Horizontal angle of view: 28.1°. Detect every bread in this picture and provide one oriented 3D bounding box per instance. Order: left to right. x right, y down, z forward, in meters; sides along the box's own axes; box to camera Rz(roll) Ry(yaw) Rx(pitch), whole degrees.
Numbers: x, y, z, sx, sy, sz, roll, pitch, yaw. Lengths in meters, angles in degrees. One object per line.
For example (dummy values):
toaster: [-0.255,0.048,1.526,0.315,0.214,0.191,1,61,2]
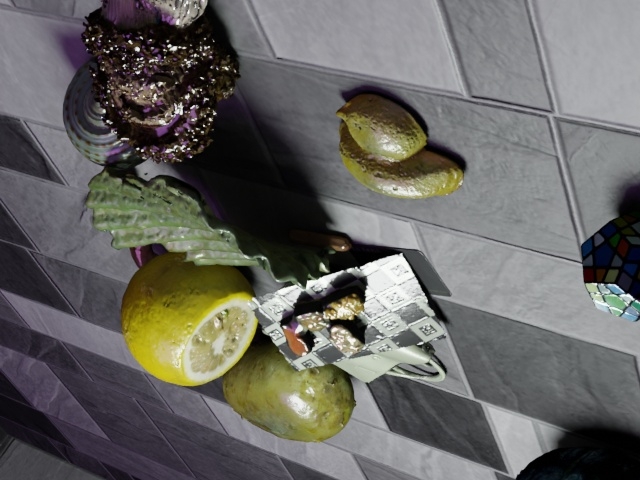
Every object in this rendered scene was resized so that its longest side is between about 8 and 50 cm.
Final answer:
bread: [0.096,-0.112,1.659,0.188,0.065,0.149,30,149,11]

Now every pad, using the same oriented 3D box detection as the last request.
pad: [0.119,0.046,1.973,0.157,0.003,0.112,6,143,44]

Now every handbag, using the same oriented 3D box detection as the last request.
handbag: [0.068,0.177,2.153,0.315,0.109,0.241,35,154,-13]

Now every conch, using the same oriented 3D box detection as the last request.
conch: [-0.319,-0.173,1.943,0.172,0.131,0.200,25,153,15]

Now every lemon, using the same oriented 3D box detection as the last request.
lemon: [-0.246,0.125,2.269,0.219,0.240,0.240,34,159,33]

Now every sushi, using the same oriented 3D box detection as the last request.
sushi: [0.035,0.133,2.008,0.279,0.043,0.192,-15,128,22]

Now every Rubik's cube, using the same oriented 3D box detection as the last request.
Rubik's cube: [0.374,0.031,1.527,0.112,0.133,0.133,17,167,-37]

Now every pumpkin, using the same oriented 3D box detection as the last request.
pumpkin: [0.457,0.497,2.080,0.363,0.266,0.363,28,159,12]

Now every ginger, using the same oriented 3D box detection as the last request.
ginger: [-0.313,-0.027,2.275,0.089,0.075,0.288,16,146,23]

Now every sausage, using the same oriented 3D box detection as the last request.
sausage: [0.000,0.000,2.005,0.116,0.026,0.026,10,146,38]

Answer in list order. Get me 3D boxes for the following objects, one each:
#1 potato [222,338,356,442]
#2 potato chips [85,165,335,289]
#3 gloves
potato: [-0.061,0.274,2.388,0.307,0.173,0.210,2,143,50]
potato chips: [-0.164,-0.001,1.951,0.373,0.097,0.389,24,169,-34]
gloves: [-0.212,-0.247,1.678,0.210,0.135,0.312,10,130,2]
